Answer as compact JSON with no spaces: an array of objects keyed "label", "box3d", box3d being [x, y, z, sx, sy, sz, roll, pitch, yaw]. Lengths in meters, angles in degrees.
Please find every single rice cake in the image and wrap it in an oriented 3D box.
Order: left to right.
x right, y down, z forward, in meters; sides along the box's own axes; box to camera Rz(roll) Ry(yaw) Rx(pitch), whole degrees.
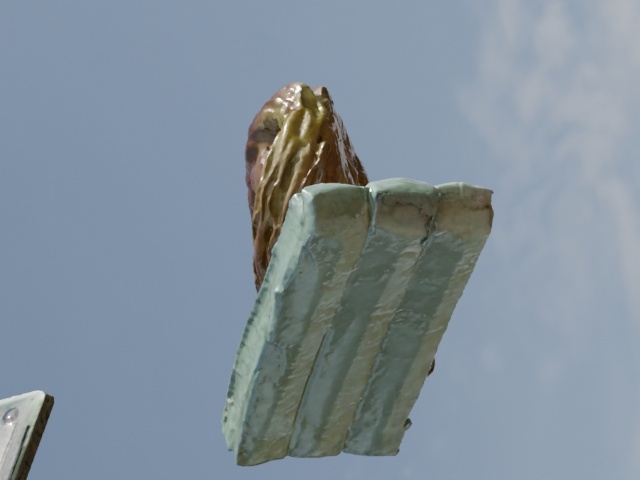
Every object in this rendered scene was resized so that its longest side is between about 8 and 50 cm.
[{"label":"rice cake","box3d":[0.018,0.045,1.030,0.124,0.211,0.038,-1,-133,-26]}]

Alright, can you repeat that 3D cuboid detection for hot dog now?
[{"label":"hot dog","box3d":[-0.002,0.003,1.504,0.175,0.114,0.259,-88,-25,-59]}]

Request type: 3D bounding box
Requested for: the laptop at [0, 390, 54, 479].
[{"label":"laptop","box3d":[-0.267,0.210,1.118,0.015,0.188,0.269,50,-141,-34]}]
